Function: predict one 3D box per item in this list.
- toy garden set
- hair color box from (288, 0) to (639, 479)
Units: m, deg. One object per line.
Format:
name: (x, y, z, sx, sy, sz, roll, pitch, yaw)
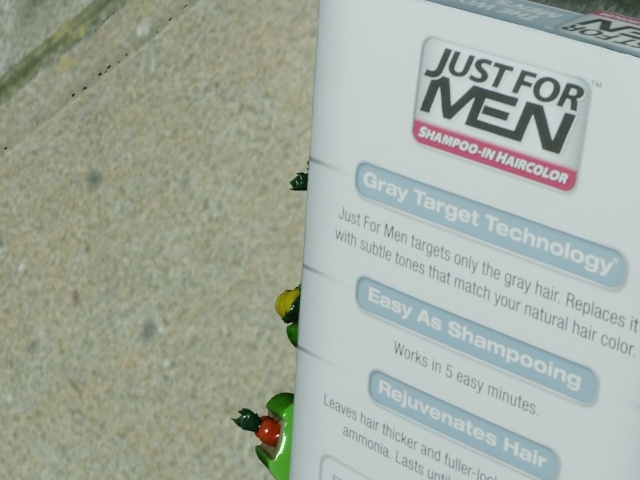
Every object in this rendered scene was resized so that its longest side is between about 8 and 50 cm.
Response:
toy garden set: (0.000, 0.000, 0.817, 0.049, 0.204, 0.244, 15, 85, -5)
hair color box: (0.089, 0.081, 0.680, 0.185, 0.113, 0.374, 22, 118, 38)
